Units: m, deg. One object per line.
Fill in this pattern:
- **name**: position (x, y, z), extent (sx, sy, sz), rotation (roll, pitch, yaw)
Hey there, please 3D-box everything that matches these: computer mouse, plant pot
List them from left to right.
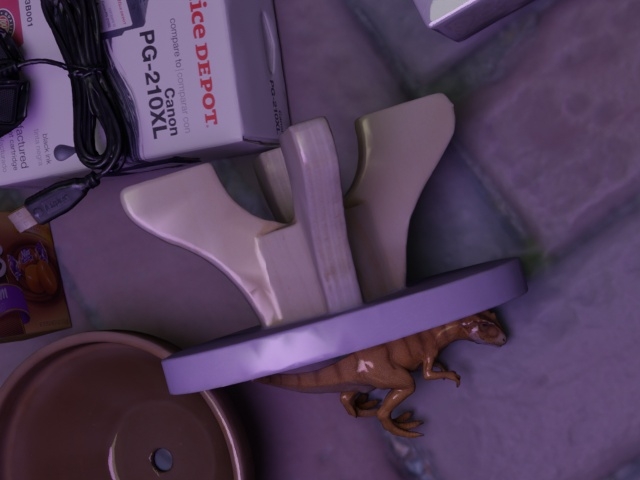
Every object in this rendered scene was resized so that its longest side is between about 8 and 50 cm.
- **computer mouse**: position (-0.271, -0.083, 1.091), extent (0.262, 0.060, 0.184), rotation (-21, 79, 9)
- **plant pot**: position (-0.151, 0.189, 1.125), extent (0.237, 0.110, 0.237), rotation (0, 89, 20)

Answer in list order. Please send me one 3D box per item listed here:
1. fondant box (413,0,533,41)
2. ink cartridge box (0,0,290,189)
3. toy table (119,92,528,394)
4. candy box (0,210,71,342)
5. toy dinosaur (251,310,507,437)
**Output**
- **fondant box**: position (0.125, -0.352, 1.029), extent (0.238, 0.096, 0.330), rotation (-27, 83, 18)
- **ink cartridge box**: position (-0.159, -0.143, 1.129), extent (0.237, 0.100, 0.172), rotation (-9, 88, 20)
- **toy table**: position (0.000, 0.000, 1.013), extent (0.274, 0.252, 0.161), rotation (-17, 91, -20)
- **candy box**: position (-0.284, 0.032, 1.130), extent (0.053, 0.186, 0.109), rotation (-15, 85, 19)
- **toy dinosaur**: position (0.038, 0.100, 1.053), extent (0.064, 0.211, 0.112), rotation (-129, 29, -48)
